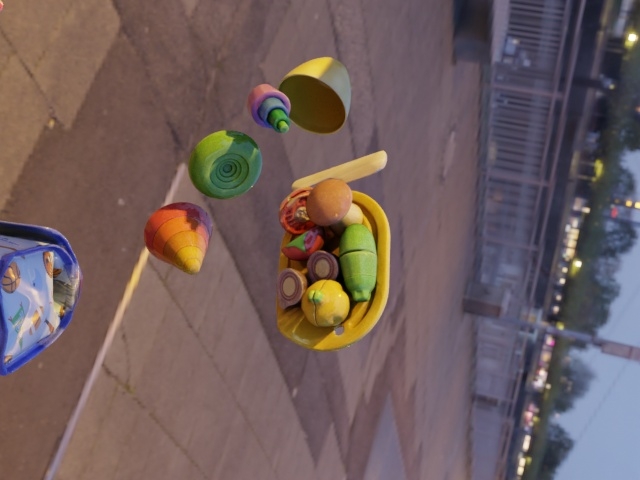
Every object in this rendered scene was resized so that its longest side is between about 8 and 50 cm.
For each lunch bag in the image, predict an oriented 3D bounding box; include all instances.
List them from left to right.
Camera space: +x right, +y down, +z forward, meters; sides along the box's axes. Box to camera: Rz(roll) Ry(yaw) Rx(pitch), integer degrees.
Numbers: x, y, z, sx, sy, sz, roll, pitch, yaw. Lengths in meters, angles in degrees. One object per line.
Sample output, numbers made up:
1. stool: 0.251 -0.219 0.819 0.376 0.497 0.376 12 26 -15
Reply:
1. lunch bag: -0.613 0.076 1.521 0.385 0.328 0.239 -52 148 -85

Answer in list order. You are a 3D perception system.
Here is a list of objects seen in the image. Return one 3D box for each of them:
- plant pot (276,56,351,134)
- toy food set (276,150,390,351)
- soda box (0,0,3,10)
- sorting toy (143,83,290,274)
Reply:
1. plant pot: 0.001 -0.267 1.578 0.134 0.134 0.095 84 27 -49
2. toy food set: 0.000 0.000 0.912 0.071 0.128 0.218 41 45 -53
3. soda box: -0.606 -0.462 1.394 0.092 0.083 0.263 -34 122 -12
4. sorting toy: -0.155 -0.079 1.462 0.365 0.127 0.126 -53 -145 16
